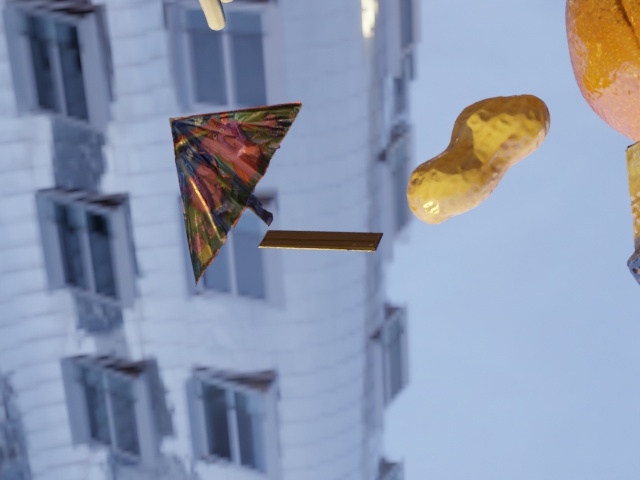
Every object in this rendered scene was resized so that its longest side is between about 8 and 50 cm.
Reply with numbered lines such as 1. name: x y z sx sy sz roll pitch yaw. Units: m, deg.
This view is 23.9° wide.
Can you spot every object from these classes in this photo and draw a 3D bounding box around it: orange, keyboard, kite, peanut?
1. orange: 0.529 -0.329 2.334 0.322 0.322 0.357 -8 -126 -10
2. keyboard: 0.000 0.000 2.459 0.198 0.010 0.064 2 -153 15
3. kite: -0.134 -0.103 2.092 0.016 0.234 0.321 3 -122 48
4. peanut: 0.239 -0.134 2.335 0.274 0.125 0.111 -44 -175 -14

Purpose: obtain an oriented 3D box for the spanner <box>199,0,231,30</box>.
1. spanner: -0.187 -0.450 2.221 0.040 0.325 0.096 -1 -127 17

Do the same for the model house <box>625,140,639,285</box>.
1. model house: 0.585 -0.004 2.068 0.298 0.284 0.243 8 167 -18
